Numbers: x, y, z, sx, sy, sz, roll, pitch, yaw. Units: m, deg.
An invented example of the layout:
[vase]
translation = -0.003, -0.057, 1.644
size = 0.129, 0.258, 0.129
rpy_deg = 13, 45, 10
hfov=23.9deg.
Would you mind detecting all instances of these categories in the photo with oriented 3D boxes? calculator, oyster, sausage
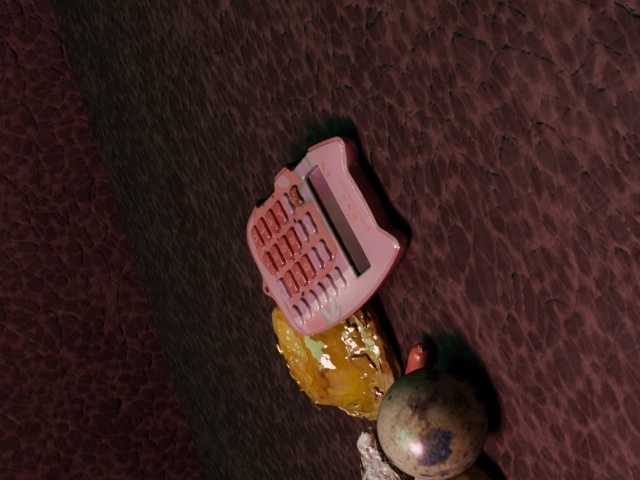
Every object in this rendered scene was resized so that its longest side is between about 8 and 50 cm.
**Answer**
[calculator]
translation = 0.000, 0.000, 2.034
size = 0.329, 0.048, 0.220
rpy_deg = -41, 74, 51
[oyster]
translation = 0.104, 0.369, 2.325
size = 0.177, 0.064, 0.125
rpy_deg = 62, 158, 4
[sausage]
translation = 0.127, 0.202, 2.080
size = 0.034, 0.034, 0.253
rpy_deg = 57, 160, 25

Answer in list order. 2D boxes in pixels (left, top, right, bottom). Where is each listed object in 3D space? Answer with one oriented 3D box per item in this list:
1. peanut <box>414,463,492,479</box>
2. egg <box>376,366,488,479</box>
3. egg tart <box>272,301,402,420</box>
[peanut]
translation = 0.211, 0.379, 1.963
size = 0.263, 0.101, 0.117
rpy_deg = 55, 179, 29
[egg]
translation = 0.141, 0.229, 1.908
size = 0.182, 0.141, 0.141
rpy_deg = -103, -10, -84
[egg tart]
translation = 0.010, 0.147, 2.215
size = 0.295, 0.116, 0.295
rpy_deg = 57, 161, 32
